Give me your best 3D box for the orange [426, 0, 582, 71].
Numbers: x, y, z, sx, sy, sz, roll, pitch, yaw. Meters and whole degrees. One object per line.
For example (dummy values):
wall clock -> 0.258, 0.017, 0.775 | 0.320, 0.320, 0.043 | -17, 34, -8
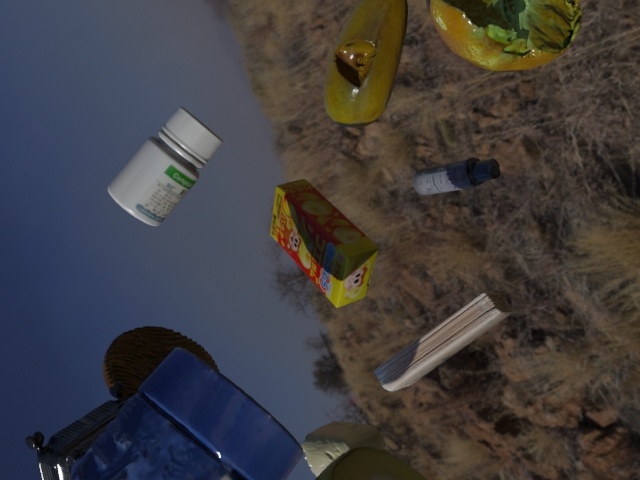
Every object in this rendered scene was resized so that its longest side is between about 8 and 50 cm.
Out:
orange -> 0.358, -0.471, 1.193 | 0.196, 0.334, 0.263 | -50, 41, 48

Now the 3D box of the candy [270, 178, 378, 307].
candy -> 0.000, 0.000, 1.240 | 0.276, 0.088, 0.146 | 46, 138, 36

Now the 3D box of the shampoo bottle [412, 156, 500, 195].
shampoo bottle -> 0.302, -0.145, 1.298 | 0.214, 0.072, 0.072 | -6, 114, 55

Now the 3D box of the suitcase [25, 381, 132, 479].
suitcase -> -0.421, 0.499, 1.176 | 0.229, 0.152, 0.335 | -27, -62, -54

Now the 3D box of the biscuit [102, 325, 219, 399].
biscuit -> -0.401, 0.340, 1.502 | 0.318, 0.040, 0.318 | 26, -155, -13

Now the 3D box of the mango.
mango -> 0.084, -0.332, 1.051 | 0.167, 0.130, 0.262 | -91, 17, -67

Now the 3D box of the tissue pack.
tissue pack -> 0.288, 0.235, 1.351 | 0.170, 0.325, 0.071 | 12, -139, -59

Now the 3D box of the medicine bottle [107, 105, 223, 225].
medicine bottle -> -0.325, -0.158, 1.228 | 0.139, 0.237, 0.139 | 40, -179, -1

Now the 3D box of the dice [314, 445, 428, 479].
dice -> 0.057, 0.387, 0.742 | 0.169, 0.169, 0.166 | 33, -159, 27

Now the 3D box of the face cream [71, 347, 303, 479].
face cream -> -0.184, 0.312, 0.810 | 0.249, 0.225, 0.249 | 31, 155, 17

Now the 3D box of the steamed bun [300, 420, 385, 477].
steamed bun -> 0.051, 0.593, 1.578 | 0.225, 0.200, 0.170 | 11, -98, -53
